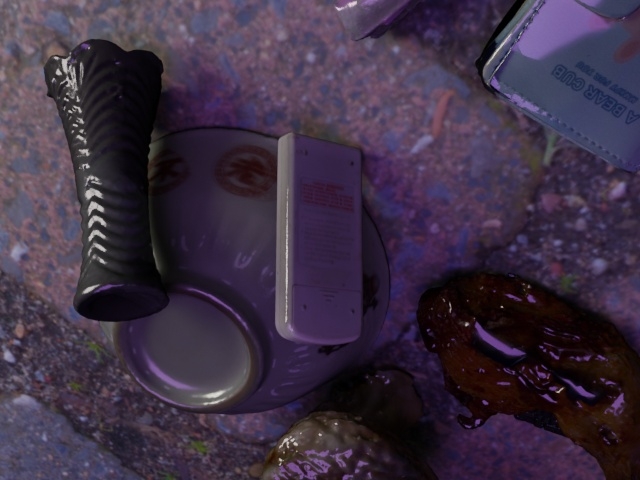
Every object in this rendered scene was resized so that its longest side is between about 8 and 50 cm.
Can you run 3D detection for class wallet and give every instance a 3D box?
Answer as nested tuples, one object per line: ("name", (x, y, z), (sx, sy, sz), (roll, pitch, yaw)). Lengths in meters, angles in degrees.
("wallet", (0.254, -0.188, 0.586), (0.176, 0.075, 0.250), (28, 121, -8))

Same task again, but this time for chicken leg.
("chicken leg", (0.231, 0.155, 0.756), (0.323, 0.083, 0.177), (28, 121, 3))

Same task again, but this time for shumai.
("shumai", (0.036, 0.230, 0.818), (0.210, 0.152, 0.161), (26, 127, -21))

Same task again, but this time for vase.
("vase", (-0.185, -0.050, 0.675), (0.116, 0.237, 0.115), (-8, 155, -4))

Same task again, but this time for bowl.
("bowl", (-0.106, 0.069, 0.767), (0.338, 0.157, 0.337), (6, 119, 11))

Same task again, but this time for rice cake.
("rice cake", (0.120, -0.254, 0.598), (0.270, 0.049, 0.055), (-34, 90, 29))

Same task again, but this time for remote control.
("remote control", (0.000, 0.000, 0.692), (0.029, 0.088, 0.189), (-17, 70, 53))

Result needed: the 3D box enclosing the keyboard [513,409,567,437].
("keyboard", (0.308, 0.200, 0.806), (0.196, 0.018, 0.060), (18, 123, 6))
